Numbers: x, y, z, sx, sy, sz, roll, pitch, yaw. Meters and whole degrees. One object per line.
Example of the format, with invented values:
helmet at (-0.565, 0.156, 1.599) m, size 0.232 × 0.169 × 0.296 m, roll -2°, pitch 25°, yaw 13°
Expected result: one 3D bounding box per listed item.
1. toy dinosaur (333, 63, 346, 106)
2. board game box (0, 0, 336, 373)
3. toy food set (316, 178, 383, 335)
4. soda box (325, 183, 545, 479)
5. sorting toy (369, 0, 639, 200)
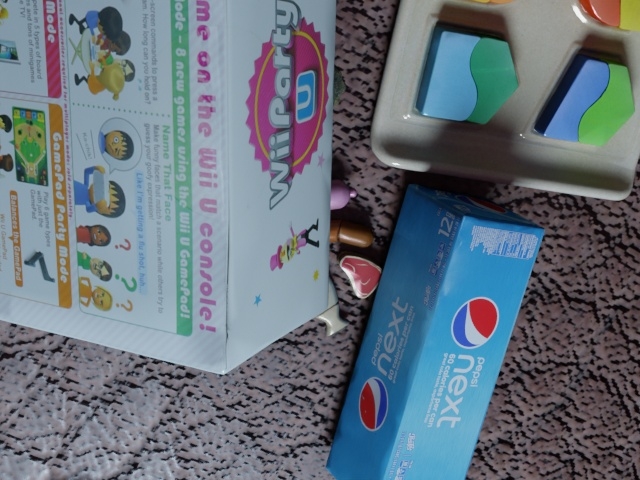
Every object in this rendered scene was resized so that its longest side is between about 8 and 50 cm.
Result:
toy dinosaur at (-0.011, -0.167, 0.623) m, size 0.313 × 0.160 × 0.121 m, roll -43°, pitch 142°, yaw -10°
board game box at (-0.146, -0.082, 0.551) m, size 0.303 × 0.097 × 0.224 m, roll 11°, pitch 110°, yaw 28°
toy food set at (0.000, 0.000, 0.745) m, size 0.078 × 0.019 × 0.122 m, roll -40°, pitch 112°, yaw 0°
soda box at (0.072, 0.074, 0.754) m, size 0.067 × 0.071 × 0.210 m, roll 9°, pitch 105°, yaw -29°
sorting toy at (0.143, -0.136, 0.730) m, size 0.193 × 0.038 × 0.208 m, roll 7°, pitch 104°, yaw -16°
